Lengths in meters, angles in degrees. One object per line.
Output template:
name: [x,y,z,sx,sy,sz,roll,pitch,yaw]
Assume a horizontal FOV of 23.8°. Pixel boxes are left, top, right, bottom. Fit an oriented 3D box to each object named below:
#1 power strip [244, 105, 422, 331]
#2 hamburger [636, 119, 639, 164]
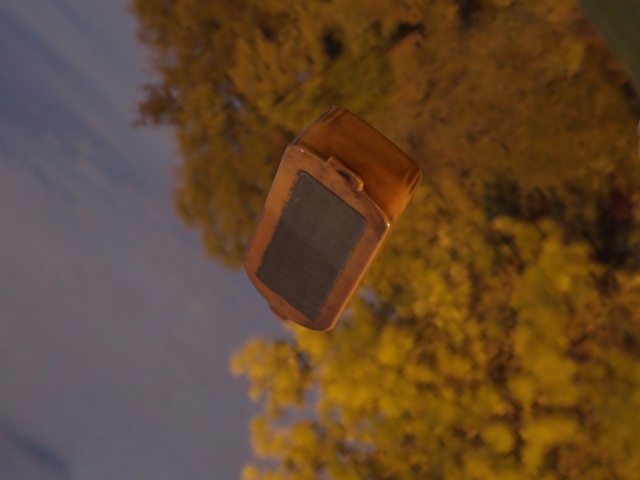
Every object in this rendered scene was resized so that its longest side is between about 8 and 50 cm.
power strip: [0.000,0.000,0.624,0.049,0.028,0.178,38,156,5]
hamburger: [0.268,-0.054,0.580,0.318,0.319,0.158,39,-155,-61]
